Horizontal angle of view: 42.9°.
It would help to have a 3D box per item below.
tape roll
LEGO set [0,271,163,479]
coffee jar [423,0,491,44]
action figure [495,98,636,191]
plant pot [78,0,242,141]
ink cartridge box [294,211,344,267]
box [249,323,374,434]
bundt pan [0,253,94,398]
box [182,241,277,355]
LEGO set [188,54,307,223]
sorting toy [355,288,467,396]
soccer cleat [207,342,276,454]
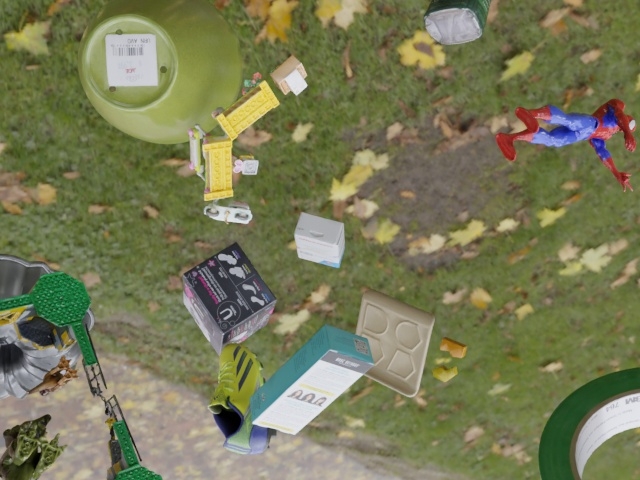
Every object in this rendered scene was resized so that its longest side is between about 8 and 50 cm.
[{"bbox_3d":[0.454,0.307,1.068,0.321,0.321,0.077,-21,125,-4],"label":"tape roll"},{"bbox_3d":[-0.325,0.207,0.825,0.255,0.331,0.192,-22,168,-46],"label":"LEGO set"},{"bbox_3d":[0.239,-0.411,1.331,0.096,0.184,0.079,1,146,38],"label":"coffee jar"},{"bbox_3d":[0.407,-0.142,1.223,0.280,0.139,0.091,-14,152,-36],"label":"action figure"},{"bbox_3d":[-0.274,-0.280,1.295,0.275,0.293,0.275,0,101,0],"label":"plant pot"},{"bbox_3d":[0.000,0.000,1.593,0.088,0.052,0.122,15,160,8],"label":"ink cartridge box"},{"bbox_3d":[-0.021,0.254,1.465,0.100,0.060,0.244,23,126,-31],"label":"box"},{"bbox_3d":[-0.579,0.178,1.468,0.331,0.124,0.331,-6,138,-5],"label":"bundt pan"},{"bbox_3d":[-0.208,0.134,1.797,0.142,0.163,0.247,-33,170,-18],"label":"box"},{"bbox_3d":[-0.135,-0.173,1.281,0.132,0.107,0.287,12,109,-34],"label":"LEGO set"},{"bbox_3d":[0.223,0.278,2.088,0.041,0.307,0.229,-12,119,-54],"label":"sorting toy"},{"bbox_3d":[-0.175,0.310,1.659,0.121,0.289,0.093,9,124,-26],"label":"soccer cleat"}]
